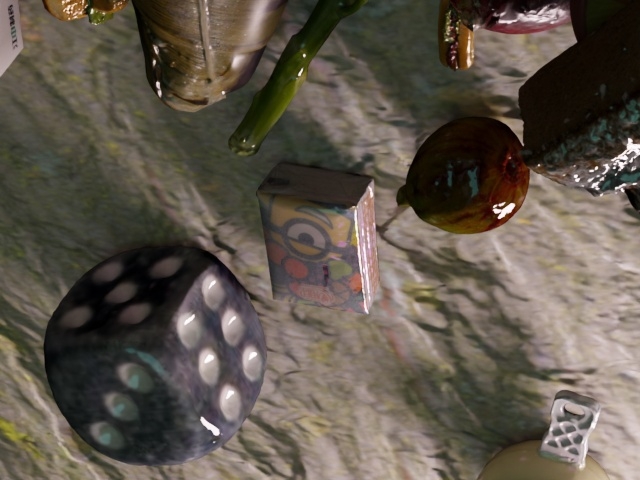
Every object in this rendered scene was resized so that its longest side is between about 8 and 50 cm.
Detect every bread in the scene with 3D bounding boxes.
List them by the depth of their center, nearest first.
[{"bbox_3d":[0.365,-0.051,1.569,0.416,0.113,0.165,25,137,-32],"label":"bread"}]

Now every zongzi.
[{"bbox_3d":[-0.162,-0.256,1.680,0.288,0.134,0.286,12,137,-16],"label":"zongzi"}]

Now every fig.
[{"bbox_3d":[0.125,-0.059,1.787,0.154,0.103,0.109,-7,89,44],"label":"fig"}]

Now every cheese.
[{"bbox_3d":[0.267,0.262,2.020,0.163,0.071,0.249,33,134,-4],"label":"cheese"}]

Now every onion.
[{"bbox_3d":[0.160,-0.234,1.544,0.159,0.195,0.159,25,142,21],"label":"onion"}]

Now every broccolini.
[{"bbox_3d":[0.011,-0.187,1.738,0.079,0.074,0.392,37,134,1],"label":"broccolini"}]

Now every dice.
[{"bbox_3d":[-0.176,0.123,2.032,0.183,0.181,0.182,-5,126,31],"label":"dice"}]

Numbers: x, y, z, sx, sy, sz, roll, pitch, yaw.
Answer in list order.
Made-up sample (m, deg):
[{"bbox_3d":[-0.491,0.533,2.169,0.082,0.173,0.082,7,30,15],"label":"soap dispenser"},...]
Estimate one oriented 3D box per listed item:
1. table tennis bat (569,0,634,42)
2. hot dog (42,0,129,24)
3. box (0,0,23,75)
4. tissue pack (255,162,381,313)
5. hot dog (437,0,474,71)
[{"bbox_3d":[0.297,-0.254,1.503,0.200,0.038,0.310,-9,129,-22],"label":"table tennis bat"},{"bbox_3d":[-0.240,-0.309,1.761,0.104,0.076,0.250,-10,130,9],"label":"hot dog"},{"bbox_3d":[-0.395,-0.271,1.792,0.145,0.173,0.333,15,134,14],"label":"box"},{"bbox_3d":[0.000,0.000,1.923,0.108,0.060,0.148,11,132,19],"label":"tissue pack"},{"bbox_3d":[0.124,-0.189,1.723,0.037,0.021,0.083,10,134,17],"label":"hot dog"}]
